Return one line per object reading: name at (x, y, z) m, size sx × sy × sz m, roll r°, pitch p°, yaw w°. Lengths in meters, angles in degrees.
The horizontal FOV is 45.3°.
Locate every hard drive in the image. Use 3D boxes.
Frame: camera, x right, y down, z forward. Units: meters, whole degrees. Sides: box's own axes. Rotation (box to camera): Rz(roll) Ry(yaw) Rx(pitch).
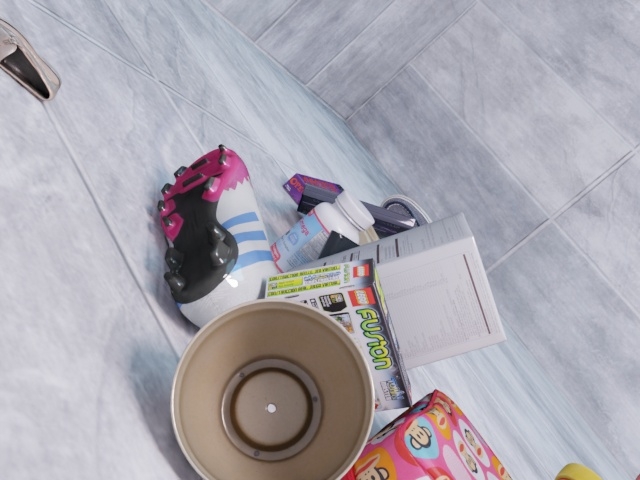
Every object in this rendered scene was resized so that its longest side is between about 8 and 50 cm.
hard drive at (0.015, 0.061, 1.091) m, size 0.022 × 0.135 × 0.094 m, roll 25°, pitch -3°, yaw 36°

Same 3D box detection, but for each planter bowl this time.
planter bowl at (-0.042, 0.140, 0.657) m, size 0.162 × 0.162 × 0.109 m, roll 51°, pitch -15°, yaw 10°

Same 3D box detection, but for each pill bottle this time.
pill bottle at (0.000, 0.000, 1.151) m, size 0.087 × 0.160 × 0.087 m, roll 46°, pitch 12°, yaw -13°

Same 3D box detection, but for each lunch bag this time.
lunch bag at (0.158, 0.309, 0.856) m, size 0.258 × 0.120 × 0.293 m, roll 52°, pitch 12°, yaw 13°

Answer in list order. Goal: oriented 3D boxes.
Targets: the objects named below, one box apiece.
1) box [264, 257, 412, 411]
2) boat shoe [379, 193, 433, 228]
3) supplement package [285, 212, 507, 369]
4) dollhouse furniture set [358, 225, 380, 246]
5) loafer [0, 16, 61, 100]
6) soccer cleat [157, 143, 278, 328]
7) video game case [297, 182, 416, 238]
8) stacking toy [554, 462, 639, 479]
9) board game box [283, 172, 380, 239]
box at (0.025, 0.113, 0.824) m, size 0.036 × 0.114 × 0.206 m, roll -88°, pitch 164°, yaw -49°
boat shoe at (0.216, 0.048, 1.728) m, size 0.340 × 0.127 × 0.158 m, roll 64°, pitch 18°, yaw 9°
supplement package at (0.084, 0.076, 0.946) m, size 0.134 × 0.244 × 0.139 m, roll -70°, pitch 142°, yaw -75°
dollhouse furniture set at (0.072, 0.103, 1.259) m, size 0.259 × 0.135 × 0.262 m, roll 62°, pitch 15°, yaw 8°
loafer at (-0.350, -0.210, 0.876) m, size 0.125 × 0.045 × 0.039 m, roll 43°, pitch 20°, yaw -34°
soccer cleat at (-0.114, 0.009, 0.900) m, size 0.143 × 0.116 × 0.331 m, roll 55°, pitch 12°, yaw -30°
video game case at (0.057, -0.047, 1.410) m, size 0.196 × 0.026 × 0.274 m, roll 18°, pitch -6°, yaw -2°
stacking toy at (0.437, 0.469, 1.084) m, size 0.279 × 0.131 × 0.309 m, roll 63°, pitch -23°, yaw 9°
board game box at (0.046, -0.050, 1.732) m, size 0.208 × 0.056 × 0.347 m, roll 47°, pitch 12°, yaw 11°
